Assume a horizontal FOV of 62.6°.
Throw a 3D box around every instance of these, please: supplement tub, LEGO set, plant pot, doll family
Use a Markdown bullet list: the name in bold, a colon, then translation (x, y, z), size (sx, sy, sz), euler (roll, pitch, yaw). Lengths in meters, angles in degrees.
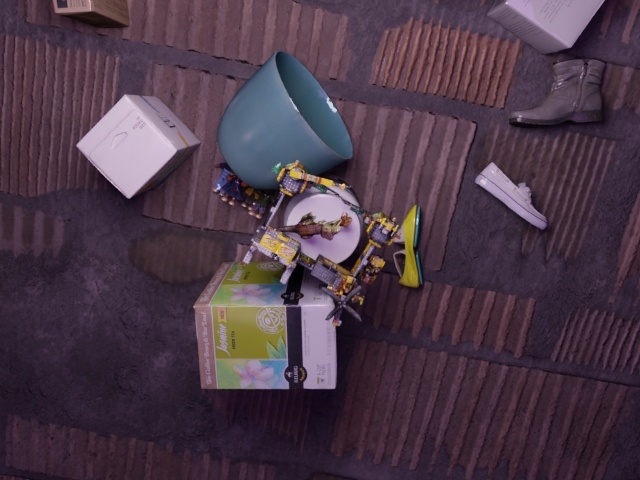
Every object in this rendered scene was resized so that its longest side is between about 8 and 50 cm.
- **supplement tub**: translation (0.009, -0.055, 1.300), size (0.190, 0.272, 0.191), euler (0, 105, 1)
- **LEGO set**: translation (0.000, 0.000, 1.073), size (0.331, 0.192, 0.255), euler (37, 103, -8)
- **plant pot**: translation (-0.102, -0.257, 1.254), size (0.235, 0.293, 0.293), euler (-30, 102, 22)
- **doll family**: translation (-0.200, -0.147, 1.384), size (0.192, 0.076, 0.112), euler (26, 108, -2)

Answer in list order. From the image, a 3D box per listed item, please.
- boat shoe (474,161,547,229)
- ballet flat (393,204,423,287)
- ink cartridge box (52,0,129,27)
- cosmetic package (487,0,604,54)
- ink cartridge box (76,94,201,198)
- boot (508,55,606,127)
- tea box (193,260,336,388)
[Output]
- **boat shoe**: translation (0.513, -0.116, 1.371), size (0.226, 0.083, 0.076), euler (35, 104, -7)
- **ballet flat**: translation (0.235, 0.019, 1.421), size (0.077, 0.077, 0.231), euler (0, 107, 18)
- **ink cartridge box**: translation (-0.523, -0.598, 1.190), size (0.088, 0.235, 0.194), euler (-3, 104, 1)
- **cosmetic package**: translation (0.522, -0.553, 1.223), size (0.183, 0.151, 0.152), euler (31, 103, -7)
- **ink cartridge box**: translation (-0.431, -0.233, 1.283), size (0.171, 0.233, 0.168), euler (-42, 100, 11)
- **boot**: translation (0.587, -0.369, 1.316), size (0.246, 0.083, 0.161), euler (-6, 98, -3)
- **tea box**: translation (-0.121, 0.201, 1.340), size (0.323, 0.329, 0.220), euler (-2, 105, 1)
